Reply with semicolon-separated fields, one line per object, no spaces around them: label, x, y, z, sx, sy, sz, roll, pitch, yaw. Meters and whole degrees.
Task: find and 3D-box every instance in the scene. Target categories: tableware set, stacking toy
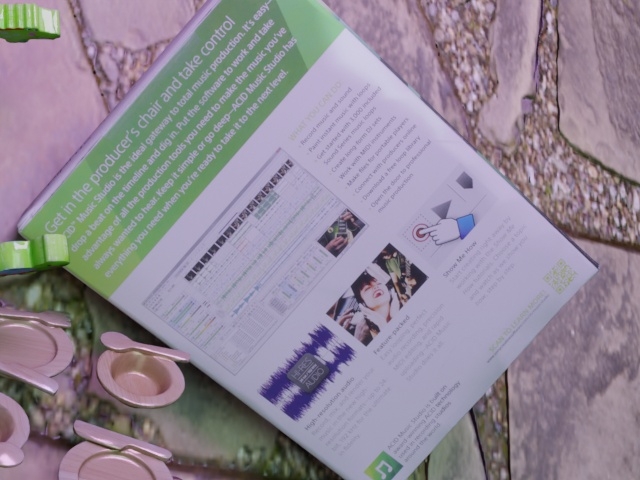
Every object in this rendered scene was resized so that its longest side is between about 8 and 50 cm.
tableware set;-0.145;0.093;0.573;0.141;0.020;0.168;17;29;-11
stacking toy;-0.253;-0.060;0.558;0.221;0.052;0.167;-3;78;-19

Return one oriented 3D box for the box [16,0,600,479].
box;0.000;0.000;0.670;0.322;0.058;0.232;41;93;-20

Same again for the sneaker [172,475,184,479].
sneaker;-0.207;0.186;0.498;0.321;0.124;0.180;-37;99;-34
